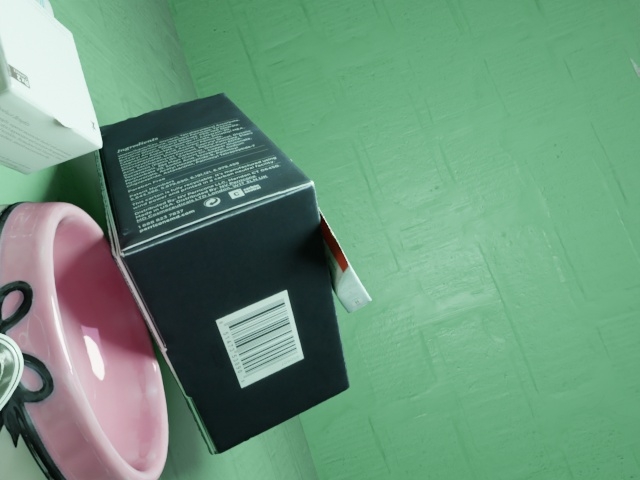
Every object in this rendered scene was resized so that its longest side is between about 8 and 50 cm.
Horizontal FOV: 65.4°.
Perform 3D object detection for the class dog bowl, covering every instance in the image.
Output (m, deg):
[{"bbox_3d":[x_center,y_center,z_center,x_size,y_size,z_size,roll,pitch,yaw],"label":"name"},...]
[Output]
[{"bbox_3d":[-0.304,0.138,0.574,0.408,0.150,0.408,160,-90,-81],"label":"dog bowl"}]

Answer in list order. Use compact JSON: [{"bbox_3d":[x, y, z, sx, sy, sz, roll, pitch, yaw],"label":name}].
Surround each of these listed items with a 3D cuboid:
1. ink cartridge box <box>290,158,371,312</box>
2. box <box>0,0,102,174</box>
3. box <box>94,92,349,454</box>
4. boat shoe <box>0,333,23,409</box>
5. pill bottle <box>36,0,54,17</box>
[{"bbox_3d":[0.000,0.000,0.852,0.189,0.066,0.232,61,5,35],"label":"ink cartridge box"},{"bbox_3d":[-0.378,-0.200,0.596,0.181,0.119,0.182,58,13,-80],"label":"box"},{"bbox_3d":[-0.194,0.039,0.964,0.472,0.297,0.480,48,-25,49],"label":"box"},{"bbox_3d":[-0.295,0.136,0.317,0.219,0.070,0.078,-41,102,-39],"label":"boat shoe"},{"bbox_3d":[-0.516,-0.366,0.699,0.264,0.146,0.146,48,23,-82],"label":"pill bottle"}]
